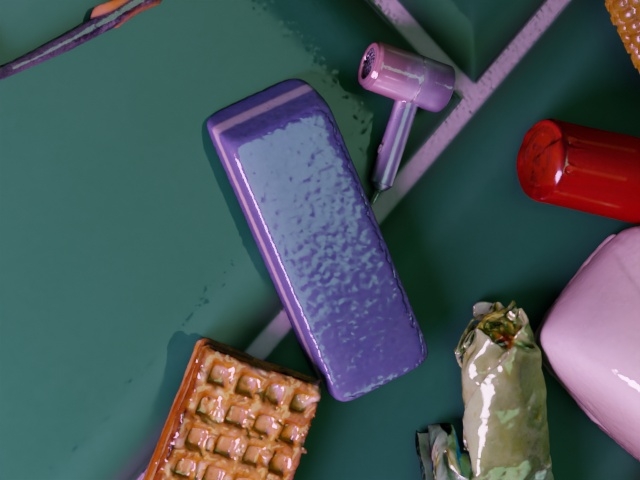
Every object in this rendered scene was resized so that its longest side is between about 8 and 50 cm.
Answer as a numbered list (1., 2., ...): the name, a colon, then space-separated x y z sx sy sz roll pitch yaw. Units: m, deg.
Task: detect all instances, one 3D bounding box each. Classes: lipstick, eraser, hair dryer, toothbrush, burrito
1. lipstick: 0.284 -0.037 1.109 0.279 0.073 0.073 10 90 -22
2. eraser: 0.000 0.000 1.018 0.082 0.036 0.225 -27 102 -18
3. hair dryer: 0.050 -0.081 1.037 0.063 0.037 0.114 15 95 -20
4. toothbrush: -0.121 -0.167 0.968 0.321 0.023 0.031 -28 106 -17
5. burrito: 0.126 0.189 1.074 0.104 0.054 0.288 -6 97 -19

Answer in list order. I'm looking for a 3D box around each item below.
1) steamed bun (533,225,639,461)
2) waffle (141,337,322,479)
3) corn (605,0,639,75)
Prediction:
1. steamed bun: 0.291 0.108 1.071 0.241 0.164 0.146 43 80 -20
2. waffle: -0.066 0.151 0.999 0.102 0.042 0.148 22 86 -22
3. corn: 0.234 -0.244 1.064 0.097 0.097 0.320 -28 101 -17
